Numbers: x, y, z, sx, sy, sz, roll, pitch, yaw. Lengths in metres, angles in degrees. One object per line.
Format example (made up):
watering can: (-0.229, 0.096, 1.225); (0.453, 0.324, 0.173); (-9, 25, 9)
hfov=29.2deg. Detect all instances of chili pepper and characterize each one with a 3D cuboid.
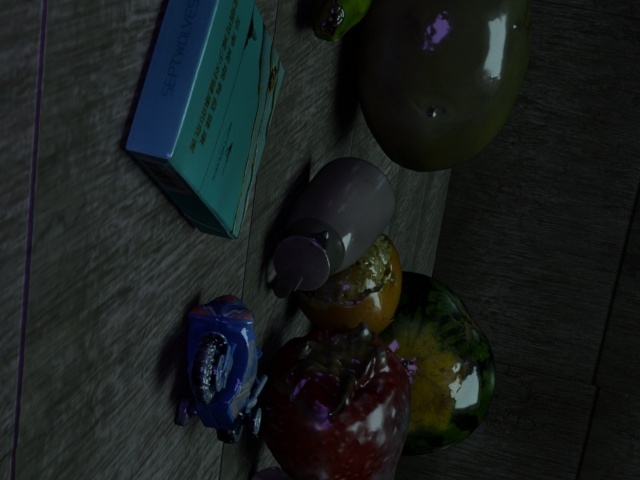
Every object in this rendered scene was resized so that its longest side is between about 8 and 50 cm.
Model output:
chili pepper: (0.019, -0.244, 1.316); (0.202, 0.050, 0.052); (-58, 141, -68)

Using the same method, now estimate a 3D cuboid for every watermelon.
watermelon: (0.119, 0.181, 1.757); (0.269, 0.269, 0.269); (12, 90, -80)

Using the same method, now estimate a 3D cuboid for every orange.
orange: (0.034, 0.052, 1.545); (0.156, 0.134, 0.157); (-12, 90, -71)

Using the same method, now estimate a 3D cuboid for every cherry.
cherry: (0.023, 0.218, 1.466); (0.192, 0.175, 0.250); (-75, 154, -48)

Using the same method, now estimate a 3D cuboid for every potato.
potato: (0.154, -0.245, 1.560); (0.243, 0.221, 0.326); (-46, 151, -75)

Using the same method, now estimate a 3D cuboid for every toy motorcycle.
toy motorcycle: (-0.088, 0.115, 1.124); (0.205, 0.076, 0.114); (79, 19, -67)

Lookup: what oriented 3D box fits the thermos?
thermos: (0.000, 0.000, 1.397); (0.137, 0.105, 0.193); (-47, -177, 33)

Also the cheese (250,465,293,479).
cheese: (-0.077, 0.412, 1.501); (0.163, 0.070, 0.249); (-51, 152, -67)

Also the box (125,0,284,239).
box: (-0.083, -0.105, 0.954); (0.229, 0.041, 0.162); (60, 44, -74)
